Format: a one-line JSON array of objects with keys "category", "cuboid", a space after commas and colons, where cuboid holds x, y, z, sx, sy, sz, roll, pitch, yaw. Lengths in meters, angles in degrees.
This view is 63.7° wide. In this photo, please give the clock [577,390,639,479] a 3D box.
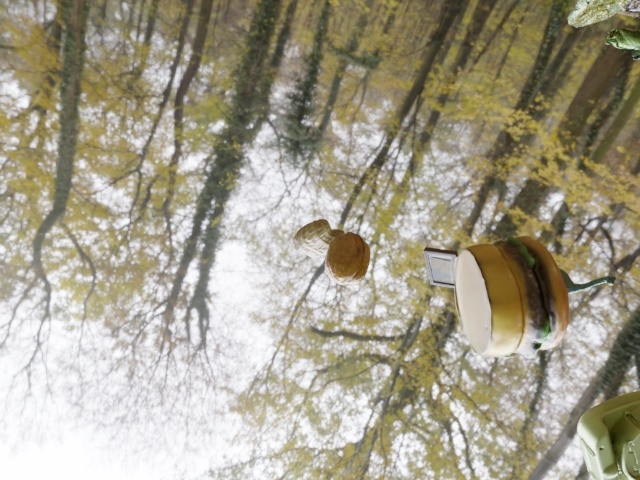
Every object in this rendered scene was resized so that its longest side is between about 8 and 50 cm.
[{"category": "clock", "cuboid": [0.768, 0.455, 1.196, 0.308, 0.234, 0.096, -24, -160, 1]}]

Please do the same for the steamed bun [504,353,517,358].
[{"category": "steamed bun", "cuboid": [0.756, 0.337, 2.060, 0.204, 0.275, 0.289, 6, 160, 40]}]

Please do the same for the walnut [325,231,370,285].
[{"category": "walnut", "cuboid": [0.088, 0.059, 1.618, 0.144, 0.144, 0.180, 12, -112, -14]}]

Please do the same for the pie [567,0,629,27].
[{"category": "pie", "cuboid": [0.611, -0.524, 1.086, 0.187, 0.187, 0.041, -12, -110, -44]}]

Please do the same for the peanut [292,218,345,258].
[{"category": "peanut", "cuboid": [0.000, 0.000, 2.212, 0.233, 0.197, 0.110, 28, -149, -32]}]

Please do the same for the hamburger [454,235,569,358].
[{"category": "hamburger", "cuboid": [0.607, 0.172, 1.624, 0.278, 0.395, 0.395, -9, -147, -2]}]

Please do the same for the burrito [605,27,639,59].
[{"category": "burrito", "cuboid": [0.992, -0.570, 1.515, 0.288, 0.054, 0.104, 22, -116, 26]}]

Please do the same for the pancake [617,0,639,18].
[{"category": "pancake", "cuboid": [0.898, -0.737, 1.460, 0.266, 0.244, 0.057, 4, -120, 36]}]

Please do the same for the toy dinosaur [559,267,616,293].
[{"category": "toy dinosaur", "cuboid": [1.101, 0.154, 2.311, 0.129, 0.331, 0.383, 45, -154, -20]}]

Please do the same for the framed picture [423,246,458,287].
[{"category": "framed picture", "cuboid": [0.461, 0.104, 1.931, 0.128, 0.168, 0.023, 8, -139, 36]}]
